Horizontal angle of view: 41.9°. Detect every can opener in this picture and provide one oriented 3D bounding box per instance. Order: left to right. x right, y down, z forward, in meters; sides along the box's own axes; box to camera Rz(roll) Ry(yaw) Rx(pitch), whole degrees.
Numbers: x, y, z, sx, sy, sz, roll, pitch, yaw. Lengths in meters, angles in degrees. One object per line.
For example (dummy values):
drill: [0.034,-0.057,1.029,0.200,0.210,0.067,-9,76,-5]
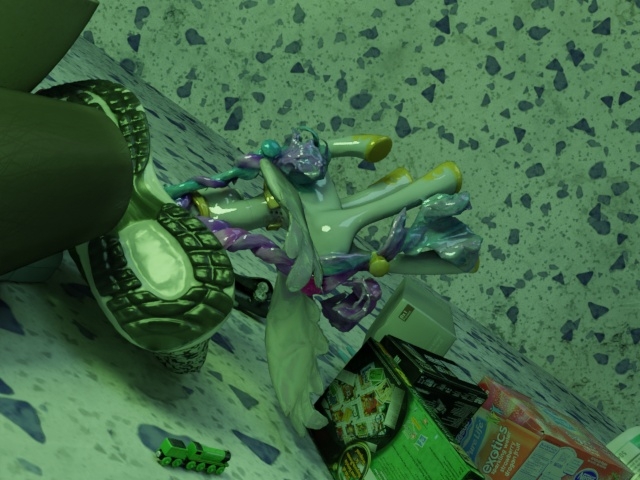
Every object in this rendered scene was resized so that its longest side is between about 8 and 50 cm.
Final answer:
can opener: [-0.146,0.064,1.260,0.186,0.073,0.059,30,49,-22]

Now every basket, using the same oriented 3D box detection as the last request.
basket: [-0.281,-0.054,0.697,0.227,0.154,0.204,-14,83,-59]

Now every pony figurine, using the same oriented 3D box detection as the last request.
pony figurine: [0.000,0.000,0.982,0.363,0.302,0.351,-11,38,-19]

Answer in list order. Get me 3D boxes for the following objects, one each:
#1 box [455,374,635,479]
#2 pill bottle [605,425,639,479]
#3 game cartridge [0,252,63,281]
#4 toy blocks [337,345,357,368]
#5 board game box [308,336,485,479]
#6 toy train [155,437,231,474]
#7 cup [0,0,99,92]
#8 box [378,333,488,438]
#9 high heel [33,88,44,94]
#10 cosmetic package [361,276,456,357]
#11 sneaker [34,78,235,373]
box: [0.328,0.339,1.284,0.300,0.154,0.142,28,12,-40]
pill bottle: [0.617,0.500,1.393,0.361,0.204,0.204,42,10,38]
game cartridge: [-0.396,-0.046,0.808,0.196,0.060,0.294,47,13,34]
toy blocks: [0.096,0.225,1.308,0.123,0.054,0.148,29,11,-39]
board game box: [0.068,0.224,0.915,0.030,0.136,0.259,38,7,-30]
toy train: [-0.111,0.191,0.744,0.083,0.023,0.017,27,12,-46]
cup: [-0.447,-0.236,0.927,0.331,0.237,0.331,26,9,-5]
box: [0.110,0.217,1.083,0.180,0.147,0.077,26,13,-48]
high heel: [-0.394,-0.167,1.252,0.082,0.117,0.244,37,8,8]
cosmetic package: [0.132,0.145,1.280,0.107,0.127,0.238,35,10,0]
sneaker: [-0.230,-0.011,0.929,0.410,0.158,0.182,58,-23,30]
